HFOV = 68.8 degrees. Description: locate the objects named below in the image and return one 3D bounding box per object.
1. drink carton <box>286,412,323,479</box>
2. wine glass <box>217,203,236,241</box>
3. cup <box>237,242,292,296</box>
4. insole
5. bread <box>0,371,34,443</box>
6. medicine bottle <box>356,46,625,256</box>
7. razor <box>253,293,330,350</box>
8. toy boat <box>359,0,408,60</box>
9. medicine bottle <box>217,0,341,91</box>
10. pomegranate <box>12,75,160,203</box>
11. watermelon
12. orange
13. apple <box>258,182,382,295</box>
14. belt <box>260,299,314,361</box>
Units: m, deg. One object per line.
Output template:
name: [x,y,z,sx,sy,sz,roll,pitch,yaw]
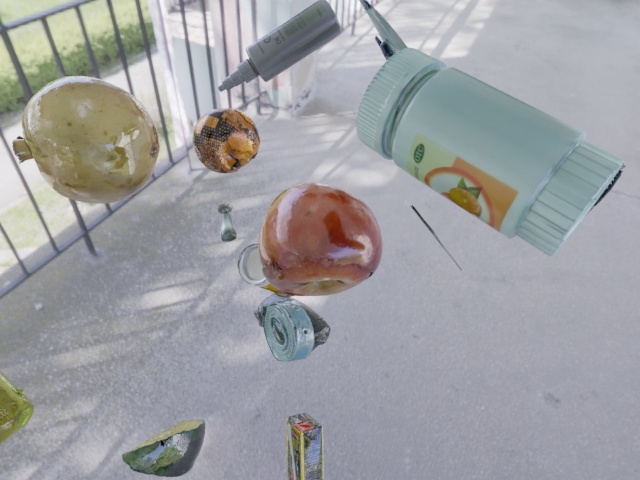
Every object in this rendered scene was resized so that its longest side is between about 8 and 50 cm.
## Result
drink carton: [-0.031,0.425,0.892,0.056,0.166,0.071,-4,5,-31]
wine glass: [-0.396,-0.076,1.976,0.072,0.072,0.156,-7,58,-11]
cup: [-0.151,0.092,1.573,0.196,0.279,0.197,-3,82,20]
insole: [0.186,0.002,0.729,0.005,0.253,0.086,-39,64,11]
bread: [-0.853,0.347,1.102,0.383,0.112,0.166,32,20,18]
medicine bottle: [0.215,-0.123,0.633,0.318,0.158,0.158,38,54,25]
razor: [-0.119,0.323,1.861,0.189,0.107,0.326,-33,39,-26]
toy boat: [0.158,-0.397,0.972,0.070,0.292,0.210,-40,7,4]
medicine bottle: [-0.066,-0.275,0.684,0.199,0.058,0.058,-31,48,4]
pomegranate: [-0.552,-0.231,1.111,0.318,0.319,0.319,2,44,-2]
watermelon: [-0.363,0.502,1.161,0.128,0.301,0.123,16,83,7]
orange: [-0.329,-0.350,1.627,0.234,0.235,0.182,-10,48,-14]
apple: [0.000,0.000,0.946,0.251,0.271,0.207,-11,70,24]
belt: [-0.084,0.238,1.244,0.082,0.147,0.163,1,74,-42]
